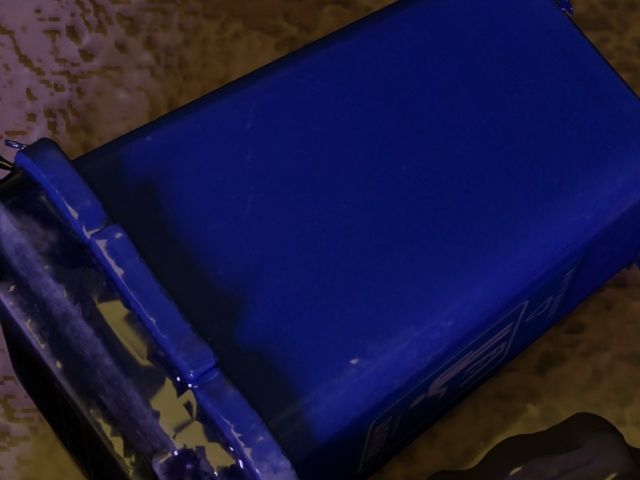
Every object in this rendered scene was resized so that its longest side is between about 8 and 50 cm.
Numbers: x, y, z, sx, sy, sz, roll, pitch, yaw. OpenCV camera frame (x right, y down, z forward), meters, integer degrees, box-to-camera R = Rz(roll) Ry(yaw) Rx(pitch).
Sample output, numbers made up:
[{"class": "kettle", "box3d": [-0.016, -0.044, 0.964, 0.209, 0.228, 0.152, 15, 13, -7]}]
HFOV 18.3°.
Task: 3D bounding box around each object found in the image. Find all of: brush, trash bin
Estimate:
[{"class": "brush", "box3d": [0.134, 0.084, 0.749, 0.301, 0.084, 0.071, -24, 71, -13]}, {"class": "trash bin", "box3d": [0.000, 0.000, 0.740, 0.234, 0.162, 0.184, -33, 73, -15]}]
